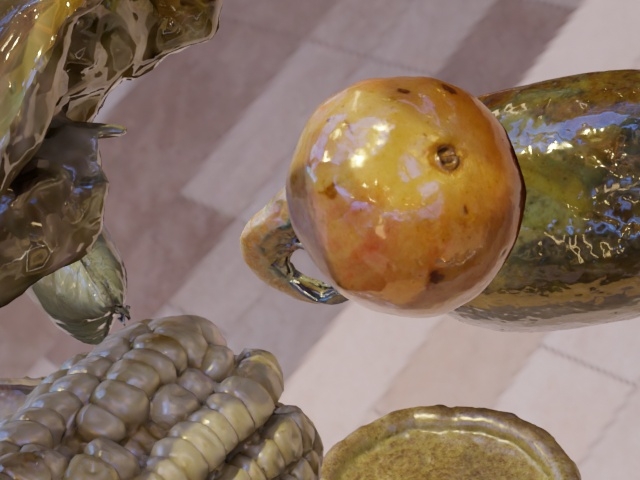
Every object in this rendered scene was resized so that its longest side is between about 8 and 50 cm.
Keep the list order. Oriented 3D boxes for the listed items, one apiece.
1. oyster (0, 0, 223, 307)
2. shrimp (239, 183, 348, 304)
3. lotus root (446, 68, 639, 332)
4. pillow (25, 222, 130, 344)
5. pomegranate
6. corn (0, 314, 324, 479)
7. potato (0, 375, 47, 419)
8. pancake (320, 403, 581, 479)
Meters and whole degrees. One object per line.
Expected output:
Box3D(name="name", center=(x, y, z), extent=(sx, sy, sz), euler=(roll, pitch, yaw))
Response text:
Box3D(name="oyster", center=(-0.169, -0.009, 0.382), extent=(0.096, 0.361, 0.221), euler=(-31, 67, 57))
Box3D(name="shrimp", center=(0.000, 0.000, 1.952), extent=(0.219, 0.152, 0.046), euler=(-50, 3, 42))
Box3D(name="lotus root", center=(0.213, -0.032, 1.659), extent=(0.346, 0.250, 0.250), euler=(-7, 49, 26))
Box3D(name="pillow", center=(-0.229, -0.052, 1.257), extent=(0.075, 0.302, 0.185), euler=(-34, -4, -13))
Box3D(name="pomegranate", center=(0.063, -0.032, 1.357), extent=(0.191, 0.191, 0.191), euler=(-24, 41, 22))
Box3D(name="corn", center=(-0.075, 0.083, 0.464), extent=(0.087, 0.087, 0.211), euler=(-15, 8, 31))
Box3D(name="potato", center=(-0.278, 0.295, 1.449), extent=(0.442, 0.385, 0.319), euler=(-10, 2, -17))
Box3D(name="pancake", center=(0.082, 0.176, 1.179), extent=(0.199, 0.021, 0.199), euler=(-7, 35, 5))
